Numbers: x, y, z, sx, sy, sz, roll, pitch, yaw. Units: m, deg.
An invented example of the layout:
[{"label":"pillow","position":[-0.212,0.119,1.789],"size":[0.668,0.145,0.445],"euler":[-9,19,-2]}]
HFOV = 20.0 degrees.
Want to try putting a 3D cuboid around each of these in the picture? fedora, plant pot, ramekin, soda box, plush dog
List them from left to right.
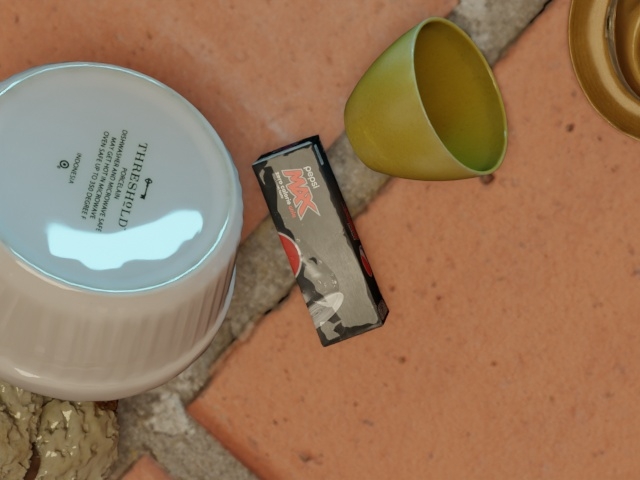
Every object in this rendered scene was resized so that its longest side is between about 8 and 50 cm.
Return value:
[{"label":"plush dog","position":[-0.271,0.166,1.524],"size":[0.225,0.210,0.262],"euler":[14,117,-36]},{"label":"ramekin","position":[-0.185,-0.020,1.433],"size":[0.273,0.273,0.127],"euler":[31,145,0]},{"label":"soda box","position":[0.000,0.000,1.532],"size":[0.060,0.053,0.169],"euler":[-21,97,9]},{"label":"plant pot","position":[0.077,-0.103,1.478],"size":[0.095,0.134,0.134],"euler":[-20,99,34]},{"label":"fedora","position":[0.290,-0.168,1.456],"size":[0.194,0.079,0.194],"euler":[1,100,6]}]
